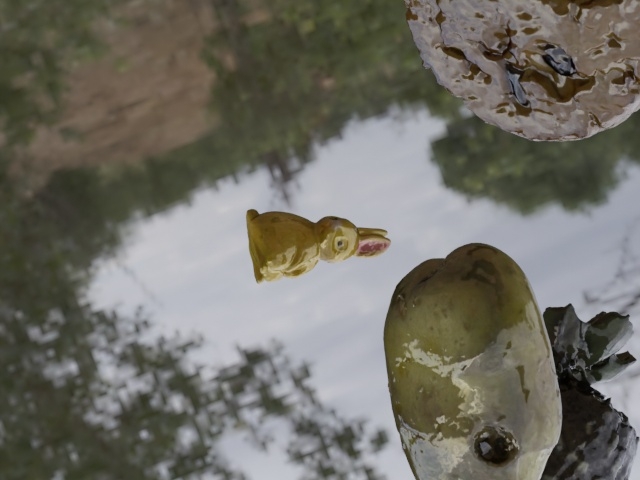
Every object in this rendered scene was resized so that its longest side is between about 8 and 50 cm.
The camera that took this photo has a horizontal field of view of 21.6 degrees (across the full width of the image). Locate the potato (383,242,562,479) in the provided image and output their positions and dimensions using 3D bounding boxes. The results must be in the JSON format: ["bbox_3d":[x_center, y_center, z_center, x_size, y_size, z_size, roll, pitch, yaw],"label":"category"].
[{"bbox_3d":[0.152,0.149,1.673,0.141,0.296,0.191,-6,-176,-42],"label":"potato"}]

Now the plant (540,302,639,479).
[{"bbox_3d":[0.307,0.233,2.184,0.213,0.312,0.215,7,164,19],"label":"plant"}]

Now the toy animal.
[{"bbox_3d":[0.000,-0.004,1.874,0.159,0.083,0.070,-7,163,-7],"label":"toy animal"}]

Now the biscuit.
[{"bbox_3d":[0.187,-0.216,1.507,0.296,0.296,0.075,-15,-161,49],"label":"biscuit"}]
